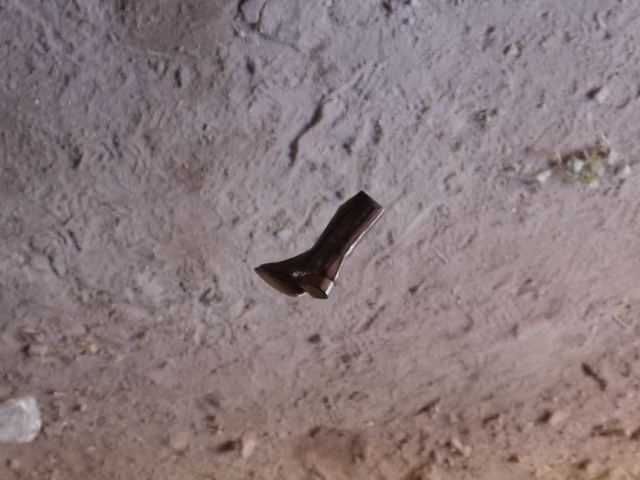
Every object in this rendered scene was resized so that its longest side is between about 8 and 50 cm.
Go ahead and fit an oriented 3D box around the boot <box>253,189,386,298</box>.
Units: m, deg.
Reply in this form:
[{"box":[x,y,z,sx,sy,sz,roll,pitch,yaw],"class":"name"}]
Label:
[{"box":[0.000,0.000,0.750,0.106,0.114,0.037,10,150,42],"class":"boot"}]
